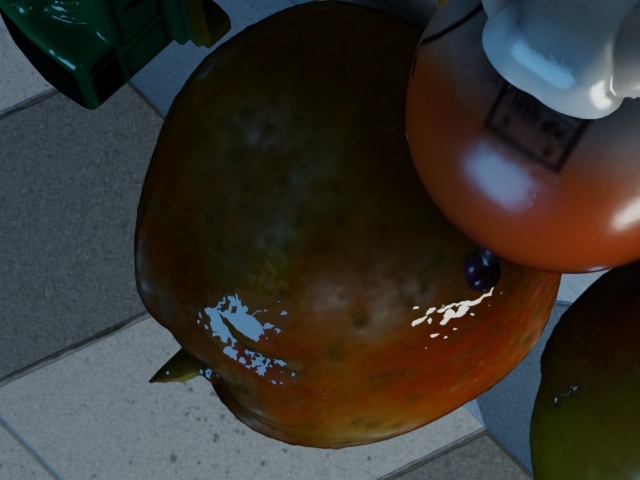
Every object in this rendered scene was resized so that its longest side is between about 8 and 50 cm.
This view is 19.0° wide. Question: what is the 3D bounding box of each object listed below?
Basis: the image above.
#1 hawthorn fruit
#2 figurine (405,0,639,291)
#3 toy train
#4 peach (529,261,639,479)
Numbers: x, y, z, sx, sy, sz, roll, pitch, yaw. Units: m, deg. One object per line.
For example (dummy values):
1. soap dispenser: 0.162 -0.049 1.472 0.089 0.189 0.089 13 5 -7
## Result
1. hawthorn fruit: 0.000 0.000 1.713 0.403 0.403 0.403 44 169 10
2. figurine: 0.161 -0.095 1.232 0.320 0.196 0.323 34 159 14
3. toy train: -0.186 -0.276 1.734 0.178 0.249 0.429 43 170 13
4. peach: 0.312 0.166 1.370 0.372 0.290 0.372 44 173 7
